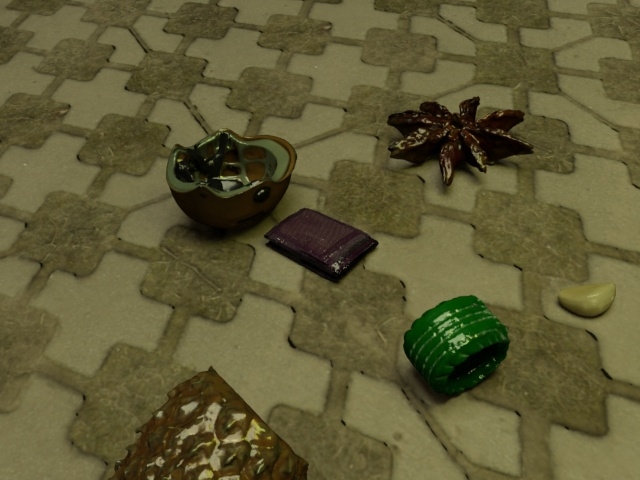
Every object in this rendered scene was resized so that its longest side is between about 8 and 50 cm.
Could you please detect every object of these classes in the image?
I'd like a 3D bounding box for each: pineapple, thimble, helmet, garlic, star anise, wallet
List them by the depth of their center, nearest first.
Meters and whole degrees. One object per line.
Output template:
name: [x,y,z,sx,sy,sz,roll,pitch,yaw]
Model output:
pineapple: [-0.176,0.326,0.756,0.202,0.202,0.362,25,58,30]
thimble: [0.183,0.139,0.964,0.130,0.118,0.090,-35,51,-4]
garlic: [0.391,0.084,1.055,0.083,0.041,0.053,-5,37,13]
wallet: [0.000,-0.001,1.203,0.165,0.030,0.111,26,52,32]
helmet: [-0.154,-0.096,1.255,0.224,0.130,0.198,-14,44,-24]
star anise: [0.255,-0.194,1.344,0.288,0.088,0.288,-3,44,3]
